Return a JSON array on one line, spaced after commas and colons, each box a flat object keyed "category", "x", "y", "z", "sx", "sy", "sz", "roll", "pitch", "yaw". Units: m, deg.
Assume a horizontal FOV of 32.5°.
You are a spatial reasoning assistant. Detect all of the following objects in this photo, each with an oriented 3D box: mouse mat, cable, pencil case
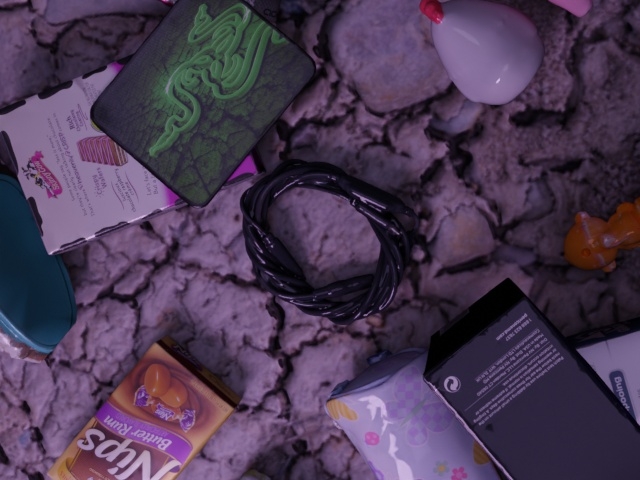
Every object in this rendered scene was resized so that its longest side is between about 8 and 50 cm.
[{"category": "mouse mat", "x": -0.116, "y": -0.146, "z": 1.072, "sx": 0.153, "sy": 0.007, "sz": 0.189, "roll": 40, "pitch": 94, "yaw": 3}, {"category": "cable", "x": 0.000, "y": 0.000, "z": 1.125, "sx": 0.185, "sy": 0.047, "sz": 0.150, "roll": 24, "pitch": 100, "yaw": 2}, {"category": "pencil case", "x": 0.114, "y": 0.241, "z": 1.086, "sx": 0.124, "sy": 0.113, "sz": 0.273, "roll": -30, "pitch": 90, "yaw": 5}]

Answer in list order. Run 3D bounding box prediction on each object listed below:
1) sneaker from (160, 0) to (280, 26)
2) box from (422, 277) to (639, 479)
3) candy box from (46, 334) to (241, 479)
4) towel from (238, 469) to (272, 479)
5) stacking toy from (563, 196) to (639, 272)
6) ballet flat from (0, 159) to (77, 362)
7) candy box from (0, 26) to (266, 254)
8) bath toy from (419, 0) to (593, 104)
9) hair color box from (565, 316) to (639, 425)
[{"category": "sneaker", "x": -0.114, "y": -0.262, "z": 1.109, "sx": 0.170, "sy": 0.063, "sz": 0.074, "roll": 21, "pitch": 96, "yaw": 0}, {"category": "box", "x": 0.181, "y": 0.134, "z": 0.895, "sx": 0.103, "sy": 0.261, "sz": 0.184, "roll": -38, "pitch": 87, "yaw": 6}, {"category": "candy box", "x": -0.184, "y": 0.205, "z": 1.148, "sx": 0.109, "sy": 0.053, "sz": 0.186, "roll": 40, "pitch": 98, "yaw": 2}, {"category": "towel", "x": -0.023, "y": 0.472, "z": 1.110, "sx": 0.374, "sy": 0.090, "sz": 0.320, "roll": 38, "pitch": 93, "yaw": 13}, {"category": "stacking toy", "x": 0.371, "y": -0.048, "z": 1.038, "sx": 0.302, "sy": 0.165, "sz": 0.175, "roll": -28, "pitch": 102, "yaw": 18}, {"category": "ballet flat", "x": -0.393, "y": -0.051, "z": 1.128, "sx": 0.147, "sy": 0.147, "sz": 0.408, "roll": -28, "pitch": 93, "yaw": 7}, {"category": "candy box", "x": -0.192, "y": -0.099, "z": 1.121, "sx": 0.234, "sy": 0.071, "sz": 0.159, "roll": -21, "pitch": 91, "yaw": 6}, {"category": "bath toy", "x": 0.223, "y": -0.292, "z": 1.034, "sx": 0.129, "sy": 0.151, "sz": 0.348, "roll": 35, "pitch": 106, "yaw": -9}, {"category": "hair color box", "x": 0.348, "y": 0.155, "z": 1.059, "sx": 0.347, "sy": 0.105, "sz": 0.173, "roll": -16, "pitch": 89, "yaw": 7}]
